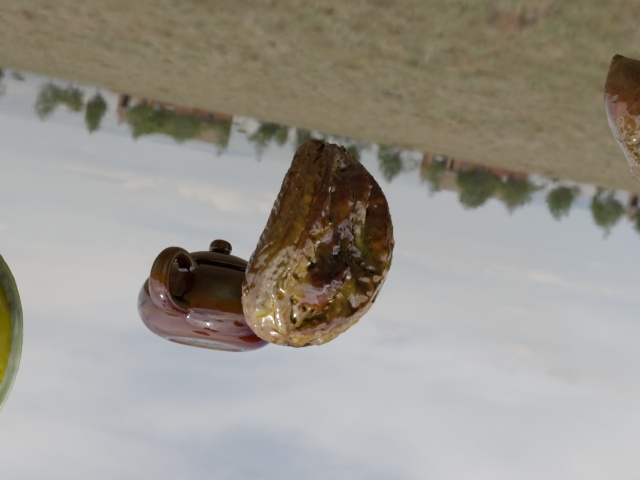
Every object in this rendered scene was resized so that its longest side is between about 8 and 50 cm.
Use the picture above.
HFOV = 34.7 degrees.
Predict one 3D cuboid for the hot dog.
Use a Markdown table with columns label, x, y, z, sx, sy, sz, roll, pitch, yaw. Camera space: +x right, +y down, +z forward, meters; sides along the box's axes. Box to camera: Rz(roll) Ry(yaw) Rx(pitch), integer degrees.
| label | x | y | z | sx | sy | sz | roll | pitch | yaw |
| --- | --- | --- | --- | --- | --- | --- | --- | --- | --- |
| hot dog | -0.001 | 0.001 | 1.055 | 0.099 | 0.227 | 0.160 | -4 | 152 | 39 |

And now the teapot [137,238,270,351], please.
| label | x | y | z | sx | sy | sz | roll | pitch | yaw |
| --- | --- | --- | --- | --- | --- | --- | --- | --- | --- |
| teapot | -0.139 | 0.058 | 1.235 | 0.178 | 0.135 | 0.252 | -1 | 163 | 19 |

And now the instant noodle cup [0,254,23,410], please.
| label | x | y | z | sx | sy | sz | roll | pitch | yaw |
| --- | --- | --- | --- | --- | --- | --- | --- | --- | --- |
| instant noodle cup | -0.287 | 0.049 | 0.587 | 0.182 | 0.182 | 0.144 | 12 | 167 | 17 |

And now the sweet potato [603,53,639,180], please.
| label | x | y | z | sx | sy | sz | roll | pitch | yaw |
| --- | --- | --- | --- | --- | --- | --- | --- | --- | --- |
| sweet potato | 0.422 | -0.045 | 1.071 | 0.385 | 0.109 | 0.109 | 55 | -156 | 20 |
